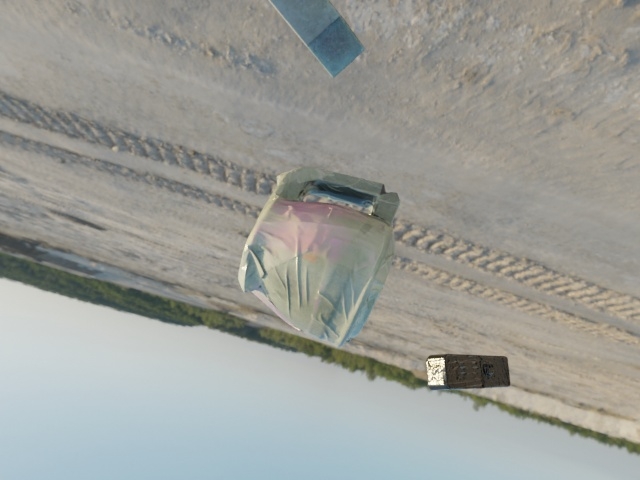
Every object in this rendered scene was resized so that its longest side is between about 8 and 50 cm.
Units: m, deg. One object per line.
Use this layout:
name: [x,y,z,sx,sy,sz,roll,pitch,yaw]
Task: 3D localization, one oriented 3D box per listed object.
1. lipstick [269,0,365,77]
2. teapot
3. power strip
lipstick: [-0.075,-0.431,0.778,0.371,0.076,0.080,45,-164,-22]
teapot: [-0.001,0.000,0.605,0.178,0.221,0.163,24,174,2]
power strip: [0.163,0.143,0.533,0.111,0.038,0.029,9,161,-34]
